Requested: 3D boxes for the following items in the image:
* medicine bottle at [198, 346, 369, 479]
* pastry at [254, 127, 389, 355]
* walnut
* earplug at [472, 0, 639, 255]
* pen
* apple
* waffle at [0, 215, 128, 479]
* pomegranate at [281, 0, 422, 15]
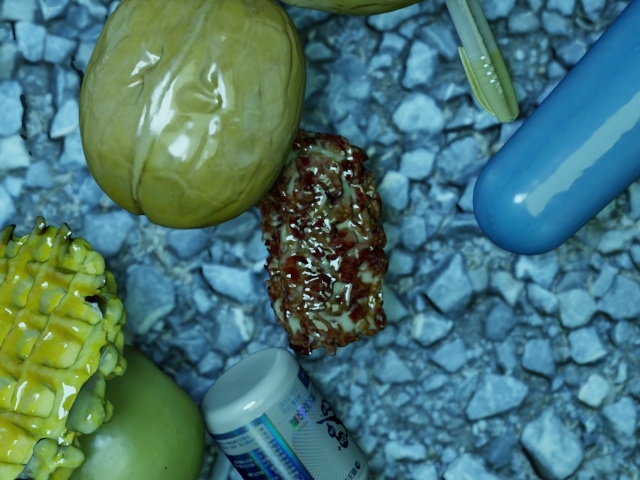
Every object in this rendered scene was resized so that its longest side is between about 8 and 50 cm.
[{"bbox_3d":[-0.023,0.203,1.184,0.107,0.107,0.191,-36,107,-3],"label":"medicine bottle"},{"bbox_3d":[0.002,0.000,1.169,0.115,0.097,0.209,-5,98,-19],"label":"pastry"},{"bbox_3d":[-0.111,-0.122,1.088,0.193,0.193,0.226,12,92,-12],"label":"walnut"},{"bbox_3d":[0.257,-0.097,1.185,0.273,0.132,0.132,-45,103,3],"label":"earplug"},{"bbox_3d":[0.134,-0.218,1.190,0.040,0.032,0.233,-22,101,18],"label":"pen"},{"bbox_3d":[-0.197,0.189,1.114,0.200,0.200,0.200,-2,99,-10],"label":"apple"},{"bbox_3d":[-0.278,0.124,1.043,0.329,0.329,0.062,-46,134,-1],"label":"waffle"},{"bbox_3d":[0.036,-0.331,1.037,0.307,0.307,0.307,-2,99,-10],"label":"pomegranate"}]
